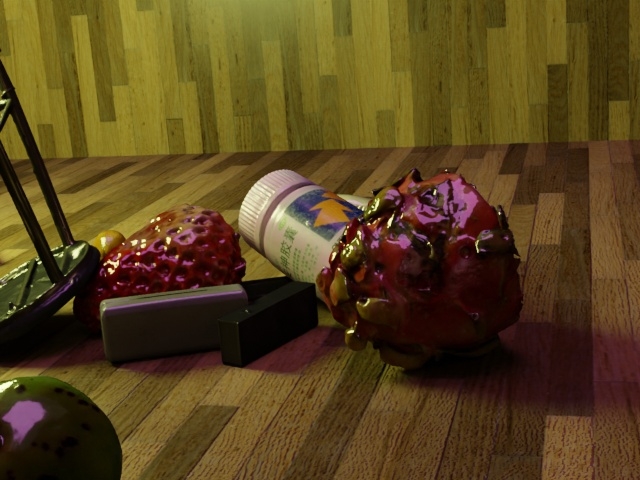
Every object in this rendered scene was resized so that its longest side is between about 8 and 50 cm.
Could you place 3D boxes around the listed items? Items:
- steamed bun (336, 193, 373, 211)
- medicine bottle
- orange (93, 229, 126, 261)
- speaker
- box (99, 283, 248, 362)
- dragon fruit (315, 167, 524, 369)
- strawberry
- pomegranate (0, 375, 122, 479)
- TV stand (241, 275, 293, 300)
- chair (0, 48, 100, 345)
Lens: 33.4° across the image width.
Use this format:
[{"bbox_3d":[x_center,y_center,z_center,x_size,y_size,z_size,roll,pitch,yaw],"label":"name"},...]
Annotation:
[{"bbox_3d":[0.038,-0.005,2.148,0.238,0.170,0.152,-1,-2,21],"label":"steamed bun"},{"bbox_3d":[0.000,0.000,1.950,0.178,0.178,0.290,-16,37,-38],"label":"medicine bottle"},{"bbox_3d":[-0.471,0.016,2.379,0.085,0.085,0.085,-4,15,1],"label":"orange"},{"bbox_3d":[-0.084,0.138,1.782,0.044,0.082,0.218,7,20,34],"label":"speaker"},{"bbox_3d":[-0.241,0.137,1.777,0.243,0.103,0.055,-7,19,-11],"label":"box"},{"bbox_3d":[0.138,0.076,1.658,0.263,0.314,0.296,-27,45,-18],"label":"dragon fruit"},{"bbox_3d":[-0.305,0.043,1.968,0.336,0.149,0.265,-28,35,-31],"label":"strawberry"},{"bbox_3d":[-0.315,0.265,1.192,0.211,0.211,0.263,0,-26,17],"label":"pomegranate"},{"bbox_3d":[-0.151,0.091,2.049,0.256,0.040,0.049,-7,15,1],"label":"TV stand"},{"bbox_3d":[-0.613,-0.048,1.851,0.362,0.410,0.364,-31,20,1],"label":"chair"}]
